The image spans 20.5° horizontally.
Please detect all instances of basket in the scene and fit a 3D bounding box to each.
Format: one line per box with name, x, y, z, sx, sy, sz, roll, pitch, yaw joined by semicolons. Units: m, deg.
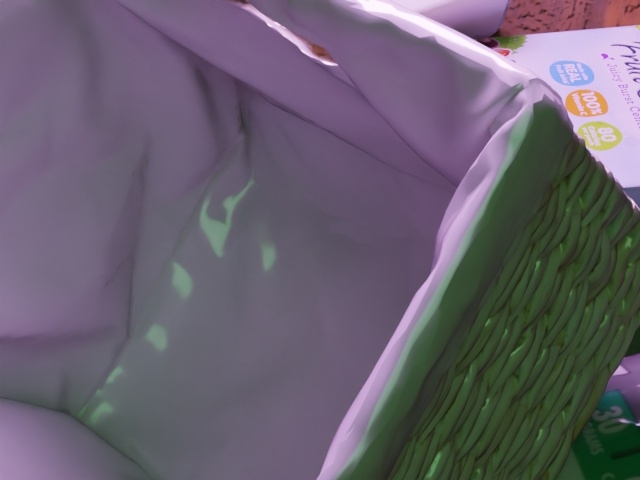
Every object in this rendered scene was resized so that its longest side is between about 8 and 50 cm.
basket;-0.046;0.036;0.903;0.328;0.266;0.331;28;91;29

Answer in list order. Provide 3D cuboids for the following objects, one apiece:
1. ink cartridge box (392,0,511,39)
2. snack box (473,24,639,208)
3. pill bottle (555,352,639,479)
ink cartridge box;0.006;-0.229;1.163;0.172;0.100;0.237;-20;79;-7
snack box;0.173;-0.061;1.103;0.207;0.070;0.174;-5;39;-8
pill bottle;0.296;0.141;1.042;0.361;0.204;0.204;-15;78;-6
